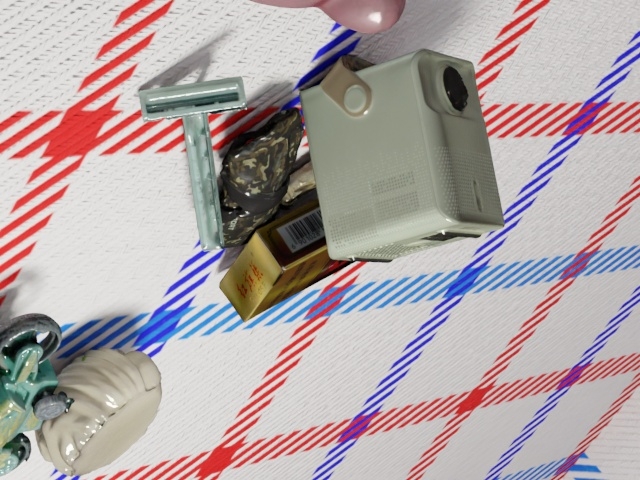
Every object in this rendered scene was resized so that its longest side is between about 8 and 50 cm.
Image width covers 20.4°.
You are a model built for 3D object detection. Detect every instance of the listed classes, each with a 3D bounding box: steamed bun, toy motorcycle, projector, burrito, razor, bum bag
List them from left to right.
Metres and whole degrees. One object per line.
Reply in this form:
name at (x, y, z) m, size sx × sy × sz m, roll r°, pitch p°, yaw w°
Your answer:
toy motorcycle at (-0.396, 0.183, 2.016) m, size 0.198 × 0.109 × 0.296 m, roll -7°, pitch 141°, yaw -34°
steamed bun at (-0.278, 0.200, 2.166) m, size 0.183 × 0.106 × 0.183 m, roll -40°, pitch 160°, yaw -18°
razor at (-0.132, -0.085, 1.974) m, size 0.111 × 0.056 × 0.278 m, roll -8°, pitch 146°, yaw -4°
bum bag at (-0.080, -0.062, 2.081) m, size 0.102 × 0.069 × 0.248 m, roll -43°, pitch 161°, yaw -34°
burrito at (0.013, -0.096, 2.181) m, size 0.171 × 0.042 × 0.051 m, roll -34°, pitch -173°, yaw -3°
projector at (0.091, -0.105, 2.047) m, size 0.177 × 0.243 × 0.163 m, roll -18°, pitch 167°, yaw 30°

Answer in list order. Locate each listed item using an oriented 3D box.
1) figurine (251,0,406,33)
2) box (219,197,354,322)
figurine at (-0.032, -0.329, 1.596) m, size 0.211 × 0.261 × 0.270 m, roll -3°, pitch 144°, yaw -11°
box at (0.000, 0.000, 2.233) m, size 0.240 × 0.071 × 0.159 m, roll -28°, pitch 165°, yaw -33°
